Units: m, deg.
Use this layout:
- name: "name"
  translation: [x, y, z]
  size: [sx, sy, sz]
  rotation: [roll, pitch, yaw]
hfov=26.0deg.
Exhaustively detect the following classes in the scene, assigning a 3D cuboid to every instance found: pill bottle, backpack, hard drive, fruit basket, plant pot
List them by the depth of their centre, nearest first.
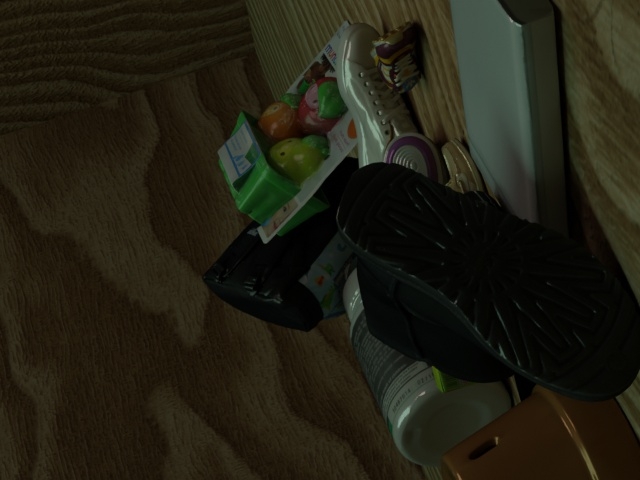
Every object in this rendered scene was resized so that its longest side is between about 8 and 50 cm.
- name: "hard drive"
  translation: [0.204, -0.166, 1.522]
  size: [0.353, 0.047, 0.233]
  rotation: [76, 173, -45]
- name: "plant pot"
  translation: [0.275, 0.322, 1.685]
  size: [0.291, 0.204, 0.290]
  rotation: [160, 90, -85]
- name: "pill bottle"
  translation: [0.168, 0.190, 2.348]
  size: [0.361, 0.204, 0.204]
  rotation: [-115, 8, -48]
- name: "fruit basket"
  translation: [-0.031, -0.203, 2.469]
  size: [0.165, 0.353, 0.327]
  rotation: [26, -159, -29]
- name: "backpack"
  translation: [0.000, 0.000, 2.590]
  size: [0.273, 0.355, 0.290]
  rotation: [38, 164, -34]

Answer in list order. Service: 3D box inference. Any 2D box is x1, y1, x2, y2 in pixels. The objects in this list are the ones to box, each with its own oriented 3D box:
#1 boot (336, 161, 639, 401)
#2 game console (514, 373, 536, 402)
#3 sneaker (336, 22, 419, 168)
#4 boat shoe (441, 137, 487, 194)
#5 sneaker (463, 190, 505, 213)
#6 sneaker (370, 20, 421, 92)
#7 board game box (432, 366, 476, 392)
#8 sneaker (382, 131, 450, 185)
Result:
- name: "boot"
  translation: [0.197, 0.102, 1.622]
  size: [0.367, 0.146, 0.445]
  rotation: [37, 167, 18]
- name: "game console"
  translation: [0.267, 0.136, 1.983]
  size: [0.361, 0.044, 0.213]
  rotation: [-121, 13, -69]
- name: "sneaker"
  translation: [0.112, -0.211, 2.233]
  size: [0.123, 0.106, 0.290]
  rotation: [12, 121, 53]
- name: "boat shoe"
  translation: [0.197, -0.061, 1.916]
  size: [0.063, 0.059, 0.170]
  rotation: [85, 166, -70]
- name: "sneaker"
  translation: [0.201, -0.007, 1.664]
  size: [0.170, 0.071, 0.068]
  rotation: [22, -149, -56]
- name: "sneaker"
  translation: [0.119, -0.263, 2.027]
  size: [0.084, 0.070, 0.185]
  rotation: [62, -179, 1]
- name: "board game box"
  translation: [0.190, 0.115, 1.960]
  size: [0.043, 0.092, 0.181]
  rotation: [-147, 42, -80]
- name: "sneaker"
  translation: [0.168, -0.013, 2.099]
  size: [0.152, 0.114, 0.305]
  rotation: [-19, -74, -73]
